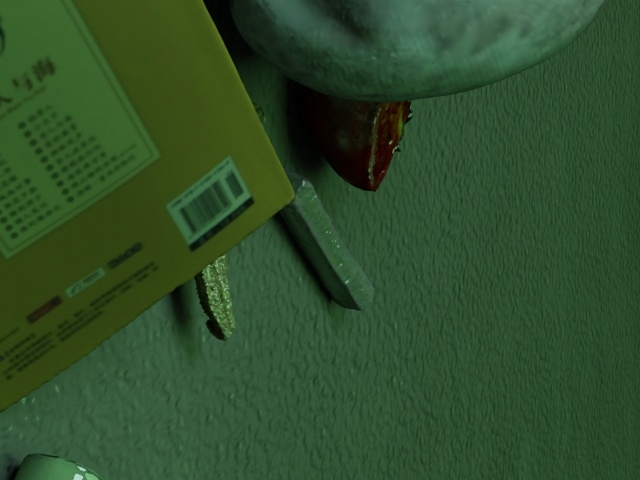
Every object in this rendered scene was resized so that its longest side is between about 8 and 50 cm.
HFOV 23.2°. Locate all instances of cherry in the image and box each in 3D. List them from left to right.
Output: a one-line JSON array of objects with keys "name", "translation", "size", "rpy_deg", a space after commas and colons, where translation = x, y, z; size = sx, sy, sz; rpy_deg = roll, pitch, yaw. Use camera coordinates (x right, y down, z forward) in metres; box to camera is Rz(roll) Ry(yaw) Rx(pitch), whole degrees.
[{"name": "cherry", "translation": [0.074, -0.256, 1.268], "size": [0.326, 0.335, 0.291], "rpy_deg": [-52, 180, -19]}]

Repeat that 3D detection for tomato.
[{"name": "tomato", "translation": [0.035, -0.133, 1.445], "size": [0.139, 0.091, 0.159], "rpy_deg": [63, 49, -72]}]

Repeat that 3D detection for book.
[{"name": "book", "translation": [-0.183, -0.081, 0.953], "size": [0.269, 0.032, 0.389], "rpy_deg": [-35, 135, -11]}]

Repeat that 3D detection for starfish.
[{"name": "starfish", "translation": [-0.097, -0.039, 1.266], "size": [0.227, 0.043, 0.240], "rpy_deg": [-45, 129, -54]}]

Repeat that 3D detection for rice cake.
[{"name": "rice cake", "translation": [0.000, 0.000, 1.455], "size": [0.036, 0.047, 0.206], "rpy_deg": [-63, 145, -25]}]

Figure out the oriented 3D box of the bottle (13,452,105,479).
[{"name": "bottle", "translation": [-0.211, 0.250, 1.066], "size": [0.072, 0.072, 0.201], "rpy_deg": [60, 44, -48]}]
